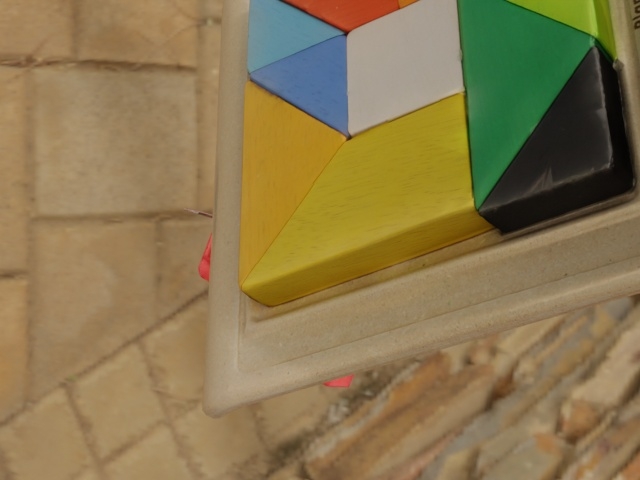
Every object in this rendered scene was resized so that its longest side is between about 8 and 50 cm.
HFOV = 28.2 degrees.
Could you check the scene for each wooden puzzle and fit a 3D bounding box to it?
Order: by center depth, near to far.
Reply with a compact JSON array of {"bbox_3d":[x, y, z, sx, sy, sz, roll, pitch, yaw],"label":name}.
[{"bbox_3d":[0.038,-0.060,0.500,0.044,0.238,0.221,32,46,-42],"label":"wooden puzzle"}]

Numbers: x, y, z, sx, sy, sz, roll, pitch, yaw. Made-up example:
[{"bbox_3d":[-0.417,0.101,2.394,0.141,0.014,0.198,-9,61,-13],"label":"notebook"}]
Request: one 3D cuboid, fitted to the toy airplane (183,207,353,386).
[{"bbox_3d":[0.000,0.000,0.680,0.151,0.028,0.151,0,94,-2],"label":"toy airplane"}]
